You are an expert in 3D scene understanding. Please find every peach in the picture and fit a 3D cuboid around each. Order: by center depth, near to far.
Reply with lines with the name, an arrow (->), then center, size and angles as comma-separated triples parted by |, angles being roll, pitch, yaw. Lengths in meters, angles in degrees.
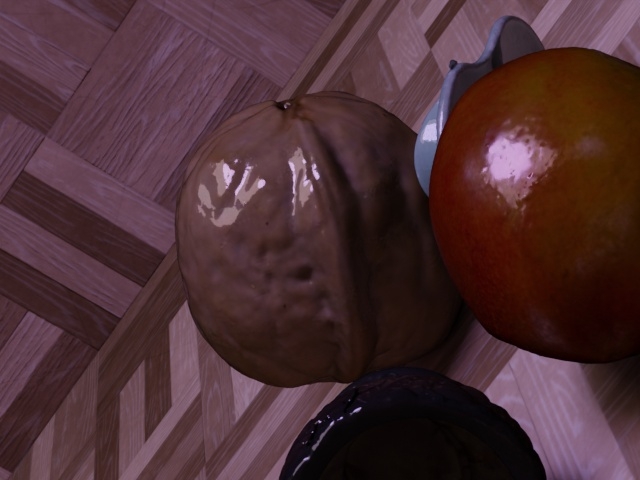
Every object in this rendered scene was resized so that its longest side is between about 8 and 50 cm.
peach -> 0.253, -0.027, 1.950 | 0.308, 0.308, 0.332 | -46, 37, 37

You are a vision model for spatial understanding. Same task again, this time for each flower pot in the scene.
flower pot -> 0.089, 0.249, 1.993 | 0.266, 0.267, 0.267 | -57, 5, 7

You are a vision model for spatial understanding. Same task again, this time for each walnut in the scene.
walnut -> 0.000, 0.000, 2.434 | 0.381, 0.381, 0.381 | -51, 18, 24

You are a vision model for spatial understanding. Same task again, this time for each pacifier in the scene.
pacifier -> 0.258, -0.103, 2.244 | 0.269, 0.288, 0.343 | -2, 28, 32
